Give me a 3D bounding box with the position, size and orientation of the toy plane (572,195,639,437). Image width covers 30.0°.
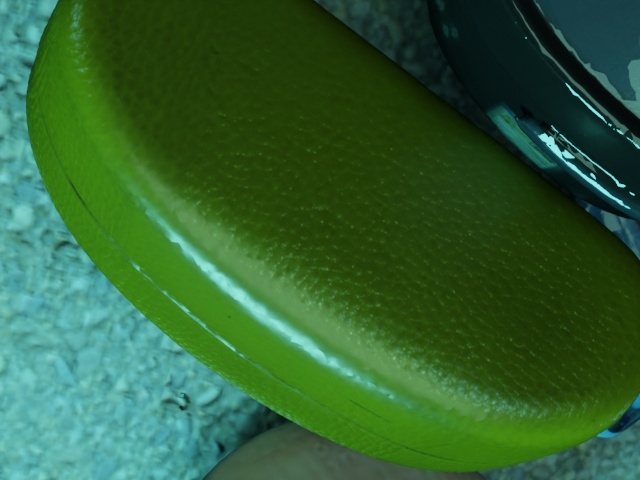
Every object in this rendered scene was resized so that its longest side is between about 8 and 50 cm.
[{"bbox_3d":[0.231,-0.001,0.760,0.254,0.105,0.271,30,91,-17],"label":"toy plane"}]

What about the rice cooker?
[{"bbox_3d":[0.186,-0.132,0.596,0.267,0.224,0.267,0,91,1],"label":"rice cooker"}]

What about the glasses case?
[{"bbox_3d":[0.000,0.000,0.657,0.371,0.141,0.173,36,61,-8],"label":"glasses case"}]

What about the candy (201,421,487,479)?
[{"bbox_3d":[0.010,0.225,0.678,0.255,0.094,0.255,11,57,-17],"label":"candy"}]
